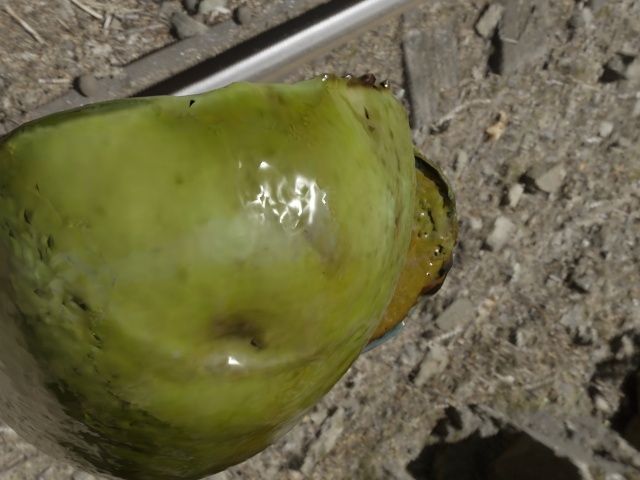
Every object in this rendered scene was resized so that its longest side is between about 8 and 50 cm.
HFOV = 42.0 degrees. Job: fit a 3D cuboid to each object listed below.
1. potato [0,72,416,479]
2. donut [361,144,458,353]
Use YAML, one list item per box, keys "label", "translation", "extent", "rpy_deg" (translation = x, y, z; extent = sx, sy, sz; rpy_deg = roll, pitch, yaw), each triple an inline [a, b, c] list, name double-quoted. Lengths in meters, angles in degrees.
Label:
- label: "potato"
  translation: [-0.076, 0.046, 0.489]
  extent: [0.330, 0.280, 0.212]
  rpy_deg: [-16, 85, -9]
- label: "donut"
  translation: [0.000, 0.000, 0.826]
  extent: [0.272, 0.107, 0.272]
  rpy_deg: [-12, 126, -16]
